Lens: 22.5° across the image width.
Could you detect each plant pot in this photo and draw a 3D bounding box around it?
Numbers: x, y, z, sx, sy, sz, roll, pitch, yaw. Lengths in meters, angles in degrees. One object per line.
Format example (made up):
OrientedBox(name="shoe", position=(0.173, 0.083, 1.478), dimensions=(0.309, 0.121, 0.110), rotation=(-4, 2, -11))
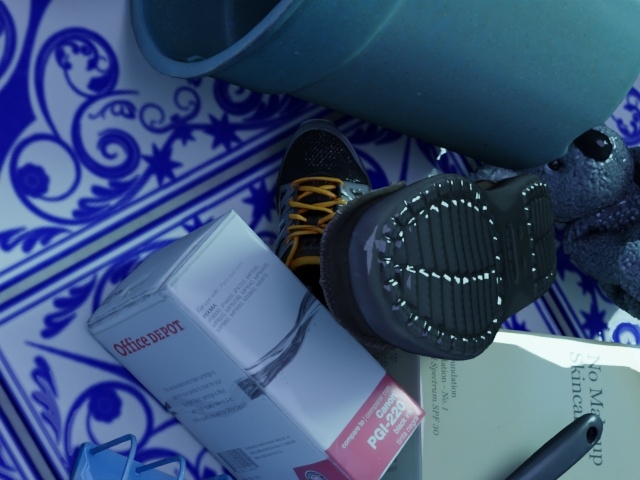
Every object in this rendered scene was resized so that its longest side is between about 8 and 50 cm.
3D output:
OrientedBox(name="plant pot", position=(0.077, -0.228, 1.302), dimensions=(0.334, 0.341, 0.341), rotation=(23, 65, -31))

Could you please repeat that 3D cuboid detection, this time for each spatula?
OrientedBox(name="spatula", position=(0.106, 0.217, 1.219), dimensions=(0.296, 0.030, 0.084), rotation=(-31, 116, -19))

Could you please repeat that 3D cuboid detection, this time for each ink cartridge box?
OrientedBox(name="ink cartridge box", position=(-0.052, 0.097, 1.211), dimensions=(0.218, 0.158, 0.092), rotation=(45, 60, -12))

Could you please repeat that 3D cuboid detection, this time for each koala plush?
OrientedBox(name="koala plush", position=(0.250, -0.046, 1.444), dimensions=(0.221, 0.203, 0.196), rotation=(30, 73, 3))

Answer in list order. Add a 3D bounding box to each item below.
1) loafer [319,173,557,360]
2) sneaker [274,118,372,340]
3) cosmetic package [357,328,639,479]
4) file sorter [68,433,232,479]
OrientedBox(name="loafer", position=(0.077, 0.020, 1.228), dimensions=(0.366, 0.130, 0.133), rotation=(-5, 90, -66))
OrientedBox(name="sneaker", position=(0.000, 0.000, 1.300), dimensions=(0.084, 0.083, 0.215), rotation=(-4, 73, 8))
OrientedBox(name="cosmetic package", position=(0.183, 0.165, 1.357), dimensions=(0.309, 0.113, 0.160), rotation=(7, 73, -28))
OrientedBox(name="file sorter", position=(-0.100, 0.227, 1.178), dimensions=(0.170, 0.104, 0.118), rotation=(26, 65, -22))
